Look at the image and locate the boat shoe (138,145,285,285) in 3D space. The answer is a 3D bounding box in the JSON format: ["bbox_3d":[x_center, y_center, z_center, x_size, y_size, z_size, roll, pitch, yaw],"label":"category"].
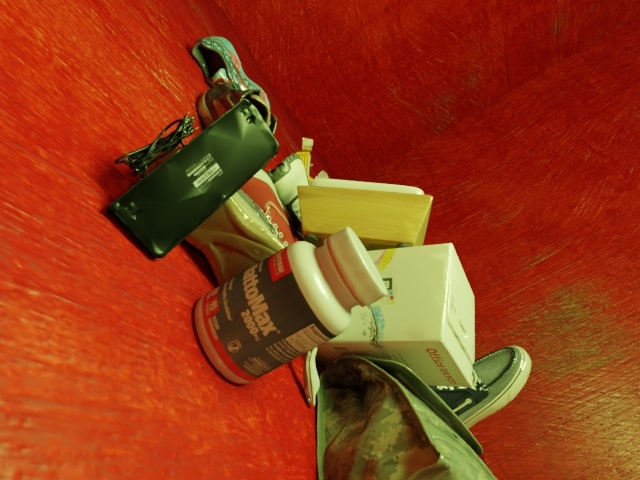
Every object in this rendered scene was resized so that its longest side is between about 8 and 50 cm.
[{"bbox_3d":[-0.098,0.000,0.555,0.285,0.103,0.092,50,16,-17],"label":"boat shoe"}]

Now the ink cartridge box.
[{"bbox_3d":[0.116,0.126,0.730,0.171,0.233,0.168,52,42,-43],"label":"ink cartridge box"}]

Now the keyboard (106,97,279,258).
[{"bbox_3d":[-0.133,-0.078,0.466,0.038,0.192,0.100,10,-40,48],"label":"keyboard"}]

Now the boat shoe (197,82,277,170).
[{"bbox_3d":[-0.147,-0.220,0.869,0.132,0.130,0.355,52,13,-42],"label":"boat shoe"}]

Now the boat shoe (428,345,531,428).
[{"bbox_3d":[0.329,0.343,1.066,0.158,0.340,0.127,46,2,-17],"label":"boat shoe"}]

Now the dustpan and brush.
[{"bbox_3d":[-0.010,0.117,0.621,0.147,0.060,0.211,-14,-94,56],"label":"dustpan and brush"}]

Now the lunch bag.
[{"bbox_3d":[0.117,0.289,0.589,0.235,0.169,0.287,48,2,-17],"label":"lunch bag"}]

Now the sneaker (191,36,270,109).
[{"bbox_3d":[-0.231,-0.382,1.117,0.261,0.104,0.125,55,27,-4],"label":"sneaker"}]

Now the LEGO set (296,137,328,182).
[{"bbox_3d":[-0.020,-0.228,1.614,0.287,0.132,0.107,57,-1,24],"label":"LEGO set"}]

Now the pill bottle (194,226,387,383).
[{"bbox_3d":[-0.029,0.063,0.471,0.108,0.180,0.108,57,9,-15],"label":"pill bottle"}]

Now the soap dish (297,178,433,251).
[{"bbox_3d":[0.076,0.018,0.849,0.290,0.229,0.118,84,15,-56],"label":"soap dish"}]

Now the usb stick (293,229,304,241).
[{"bbox_3d":[0.003,0.024,1.155,0.278,0.045,0.077,53,34,-36],"label":"usb stick"}]

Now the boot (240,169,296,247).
[{"bbox_3d":[-0.081,-0.004,0.709,0.176,0.089,0.244,66,8,26],"label":"boot"}]

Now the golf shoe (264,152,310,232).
[{"bbox_3d":[-0.046,-0.083,0.890,0.120,0.105,0.273,49,-4,10],"label":"golf shoe"}]
